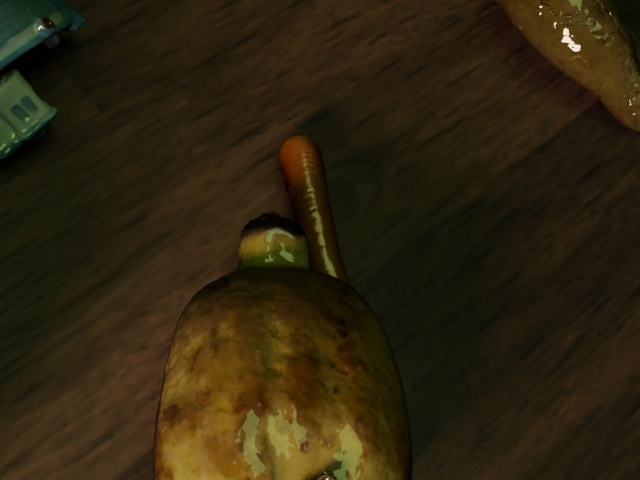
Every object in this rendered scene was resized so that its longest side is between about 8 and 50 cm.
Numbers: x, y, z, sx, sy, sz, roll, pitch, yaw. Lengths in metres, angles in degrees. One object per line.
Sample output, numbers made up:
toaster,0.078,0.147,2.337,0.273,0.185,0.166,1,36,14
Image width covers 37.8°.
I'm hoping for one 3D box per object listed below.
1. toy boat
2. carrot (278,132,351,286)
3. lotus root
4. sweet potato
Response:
toy boat,-0.261,-0.115,0.732,0.102,0.088,0.215,51,57,-25
carrot,0.000,0.000,0.756,0.037,0.037,0.190,-8,70,-17
lotus root,-0.025,0.116,0.629,0.169,0.141,0.314,8,53,-13
sweet potato,0.226,-0.248,0.902,0.124,0.098,0.310,-6,69,-25
